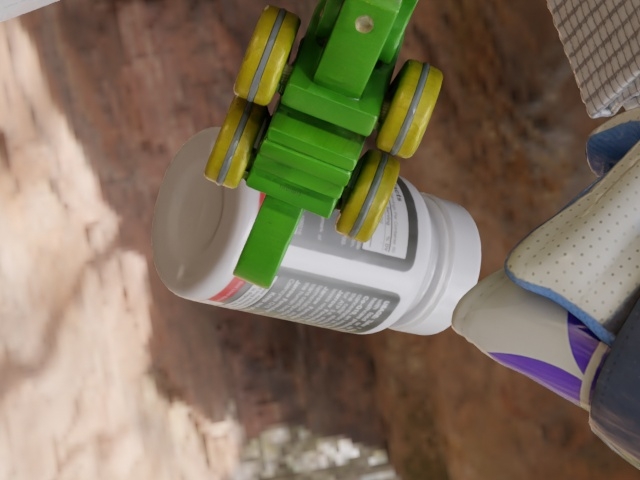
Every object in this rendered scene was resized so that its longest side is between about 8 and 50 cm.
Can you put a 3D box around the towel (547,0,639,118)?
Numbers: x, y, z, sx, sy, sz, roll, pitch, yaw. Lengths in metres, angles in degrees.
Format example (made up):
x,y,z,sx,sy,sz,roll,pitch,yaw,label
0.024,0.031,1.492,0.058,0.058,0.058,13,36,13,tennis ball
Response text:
x,y,z,sx,sy,sz,roll,pitch,yaw,label
0.321,-0.264,1.700,0.284,0.121,0.235,124,-52,-70,towel

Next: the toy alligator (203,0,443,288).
x,y,z,sx,sy,sz,roll,pitch,yaw,label
0.010,-0.059,0.517,0.190,0.056,0.051,114,-5,-46,toy alligator

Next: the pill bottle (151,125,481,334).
x,y,z,sx,sy,sz,roll,pitch,yaw,label
0.000,0.000,1.643,0.161,0.283,0.161,-24,-120,49,pill bottle

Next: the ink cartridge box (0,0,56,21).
x,y,z,sx,sy,sz,roll,pitch,yaw,label
-0.225,-0.267,1.091,0.278,0.117,0.201,127,-60,-81,ink cartridge box

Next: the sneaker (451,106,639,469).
x,y,z,sx,sy,sz,roll,pitch,yaw,label
0.151,0.087,0.570,0.130,0.236,0.323,77,26,-57,sneaker
